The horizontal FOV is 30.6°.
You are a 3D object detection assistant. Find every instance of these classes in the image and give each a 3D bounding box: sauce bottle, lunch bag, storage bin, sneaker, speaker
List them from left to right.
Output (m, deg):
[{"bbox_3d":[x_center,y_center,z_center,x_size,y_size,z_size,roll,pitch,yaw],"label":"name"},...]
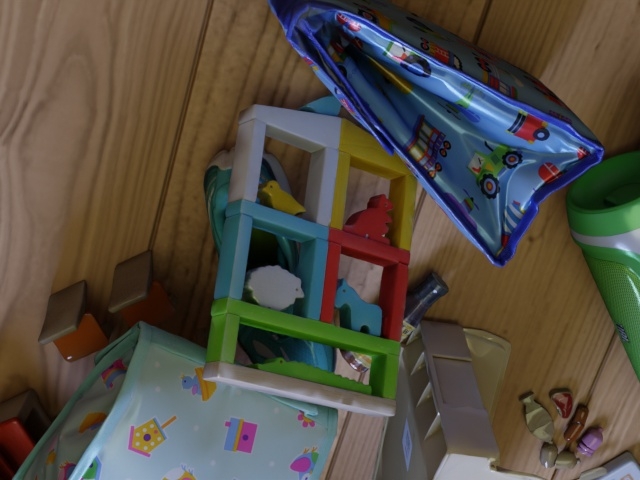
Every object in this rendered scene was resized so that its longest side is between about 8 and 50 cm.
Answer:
[{"bbox_3d":[-0.136,0.212,1.073,0.223,0.160,0.262,28,105,-21],"label":"lunch bag"},{"bbox_3d":[-0.055,0.045,1.138,0.107,0.110,0.275,-18,115,4],"label":"sneaker"},{"bbox_3d":[0.077,0.083,1.201,0.042,0.042,0.128,40,107,-19],"label":"sauce bottle"},{"bbox_3d":[0.068,-0.144,0.999,0.293,0.221,0.138,36,104,-17],"label":"lunch bag"},{"bbox_3d":[0.133,0.252,1.163,0.123,0.262,0.260,8,114,-5],"label":"storage bin"},{"bbox_3d":[0.346,0.061,1.159,0.131,0.131,0.296,-26,113,8],"label":"speaker"}]

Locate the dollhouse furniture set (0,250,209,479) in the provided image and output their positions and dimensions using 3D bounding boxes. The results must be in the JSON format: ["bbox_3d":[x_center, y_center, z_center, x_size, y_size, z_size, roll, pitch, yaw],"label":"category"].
[{"bbox_3d":[-0.211,0.187,1.177,0.259,0.135,0.262,-24,114,7],"label":"dollhouse furniture set"}]

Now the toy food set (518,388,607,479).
[{"bbox_3d":[0.271,0.210,1.287,0.078,0.019,0.122,-20,106,5],"label":"toy food set"}]

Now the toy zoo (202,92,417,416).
[{"bbox_3d":[0.000,0.000,1.068,0.192,0.030,0.293,18,71,-32],"label":"toy zoo"}]

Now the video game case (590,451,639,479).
[{"bbox_3d":[0.316,0.366,1.356,0.212,0.023,0.193,-34,112,11],"label":"video game case"}]
